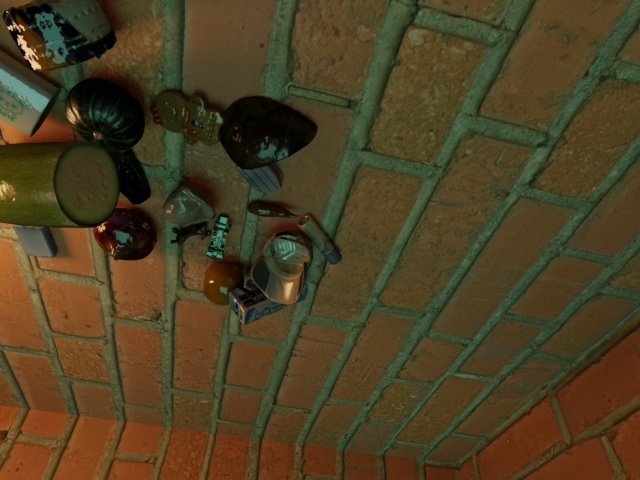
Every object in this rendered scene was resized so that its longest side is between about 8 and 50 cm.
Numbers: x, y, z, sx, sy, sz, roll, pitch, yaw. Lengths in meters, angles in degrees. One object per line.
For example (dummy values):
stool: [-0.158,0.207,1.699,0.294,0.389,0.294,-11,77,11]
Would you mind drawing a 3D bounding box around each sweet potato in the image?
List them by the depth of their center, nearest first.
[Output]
sweet potato: [-0.167,-0.104,1.611,0.195,0.056,0.056,8,134,6]

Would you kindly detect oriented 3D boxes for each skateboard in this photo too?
skateboard: [-0.479,-0.026,1.705,0.152,0.067,0.080,-24,137,18]

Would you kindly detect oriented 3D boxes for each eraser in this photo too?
eraser: [-0.921,-0.447,1.291,0.290,0.104,0.189,34,122,-27]

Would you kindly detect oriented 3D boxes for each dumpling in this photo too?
dumpling: [-0.445,-0.110,1.571,0.173,0.142,0.247,26,152,-24]

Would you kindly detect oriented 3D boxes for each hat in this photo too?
hat: [-0.119,0.099,1.681,0.232,0.274,0.161,5,178,30]

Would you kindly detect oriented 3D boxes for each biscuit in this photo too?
biscuit: [-0.400,-0.367,1.361,0.226,0.036,0.165,24,128,-4]

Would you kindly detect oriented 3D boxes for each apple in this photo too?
apple: [-0.386,0.170,1.807,0.155,0.182,0.182,13,134,4]

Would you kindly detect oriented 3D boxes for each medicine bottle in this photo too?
medicine bottle: [0.000,0.000,1.702,0.059,0.059,0.231,-23,128,23]

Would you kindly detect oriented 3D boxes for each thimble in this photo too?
thimble: [-0.641,-0.524,1.132,0.238,0.237,0.150,-6,129,9]

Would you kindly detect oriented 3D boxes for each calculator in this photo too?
calculator: [-1.099,-0.006,1.761,0.121,0.039,0.210,7,134,-1]

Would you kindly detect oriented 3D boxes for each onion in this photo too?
onion: [-0.718,-0.006,1.661,0.230,0.163,0.229,2,125,2]

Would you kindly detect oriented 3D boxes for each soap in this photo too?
soap: [-0.193,-0.222,1.501,0.100,0.056,0.149,-23,128,25]

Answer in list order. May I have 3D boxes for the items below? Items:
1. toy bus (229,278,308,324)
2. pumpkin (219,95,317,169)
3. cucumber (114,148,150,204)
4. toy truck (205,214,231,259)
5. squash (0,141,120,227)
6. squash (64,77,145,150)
toy bus: [-0.198,0.209,1.777,0.298,0.131,0.106,-19,141,-27]
pumpkin: [-0.181,-0.321,1.349,0.313,0.148,0.169,-15,133,14]
cucumber: [-0.651,-0.203,1.531,0.116,0.085,0.192,-7,139,7]
toy truck: [-0.377,-0.020,1.704,0.067,0.081,0.175,14,114,-12]
squash: [-0.858,-0.169,1.398,0.385,0.263,0.263,3,135,17]
squash: [-0.611,-0.359,1.310,0.219,0.172,0.218,-2,139,-2]
